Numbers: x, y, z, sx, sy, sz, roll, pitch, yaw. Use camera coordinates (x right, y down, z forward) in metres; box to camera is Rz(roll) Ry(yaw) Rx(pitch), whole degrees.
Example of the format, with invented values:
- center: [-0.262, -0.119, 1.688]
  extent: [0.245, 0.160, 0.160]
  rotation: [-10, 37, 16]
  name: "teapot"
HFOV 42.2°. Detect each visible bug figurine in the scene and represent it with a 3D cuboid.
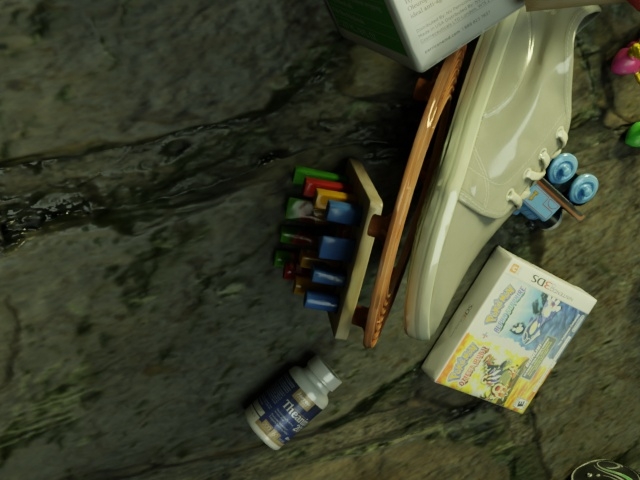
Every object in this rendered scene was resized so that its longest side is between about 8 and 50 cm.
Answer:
- center: [0.487, -0.227, 1.087]
  extent: [0.216, 0.072, 0.279]
  rotation: [-30, 127, -2]
  name: "bug figurine"

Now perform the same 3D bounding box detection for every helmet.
- center: [0.490, 0.455, 1.355]
  extent: [0.170, 0.161, 0.169]
  rotation: [-10, 117, -20]
  name: "helmet"

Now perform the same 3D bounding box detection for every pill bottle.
- center: [-0.033, 0.203, 1.053]
  extent: [0.120, 0.067, 0.067]
  rotation: [-42, 123, -1]
  name: "pill bottle"

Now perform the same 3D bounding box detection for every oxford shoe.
- center: [0.197, -0.093, 0.922]
  extent: [0.130, 0.169, 0.449]
  rotation: [20, 92, 5]
  name: "oxford shoe"

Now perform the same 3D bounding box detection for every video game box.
- center: [0.268, 0.131, 1.171]
  extent: [0.187, 0.048, 0.205]
  rotation: [24, 102, -29]
  name: "video game box"

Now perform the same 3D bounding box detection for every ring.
- center: [0.092, -0.049, 0.879]
  extent: [0.032, 0.336, 0.336]
  rotation: [17, 109, 9]
  name: "ring"

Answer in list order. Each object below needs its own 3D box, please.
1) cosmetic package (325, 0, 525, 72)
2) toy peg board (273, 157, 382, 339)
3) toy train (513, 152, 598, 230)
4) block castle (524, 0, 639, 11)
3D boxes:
- center: [0.043, -0.362, 0.747]
  extent: [0.155, 0.197, 0.365]
  rotation: [-34, 121, -6]
  name: "cosmetic package"
- center: [0.000, 0.000, 0.928]
  extent: [0.079, 0.160, 0.161]
  rotation: [9, 111, -10]
  name: "toy peg board"
- center: [0.272, -0.080, 1.058]
  extent: [0.184, 0.080, 0.105]
  rotation: [34, 106, -35]
  name: "toy train"
- center: [0.368, -0.385, 0.763]
  extent: [0.453, 0.213, 0.302]
  rotation: [-25, 113, -42]
  name: "block castle"
